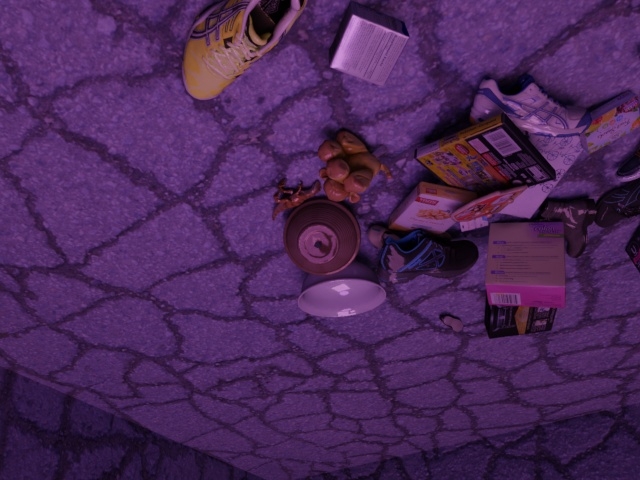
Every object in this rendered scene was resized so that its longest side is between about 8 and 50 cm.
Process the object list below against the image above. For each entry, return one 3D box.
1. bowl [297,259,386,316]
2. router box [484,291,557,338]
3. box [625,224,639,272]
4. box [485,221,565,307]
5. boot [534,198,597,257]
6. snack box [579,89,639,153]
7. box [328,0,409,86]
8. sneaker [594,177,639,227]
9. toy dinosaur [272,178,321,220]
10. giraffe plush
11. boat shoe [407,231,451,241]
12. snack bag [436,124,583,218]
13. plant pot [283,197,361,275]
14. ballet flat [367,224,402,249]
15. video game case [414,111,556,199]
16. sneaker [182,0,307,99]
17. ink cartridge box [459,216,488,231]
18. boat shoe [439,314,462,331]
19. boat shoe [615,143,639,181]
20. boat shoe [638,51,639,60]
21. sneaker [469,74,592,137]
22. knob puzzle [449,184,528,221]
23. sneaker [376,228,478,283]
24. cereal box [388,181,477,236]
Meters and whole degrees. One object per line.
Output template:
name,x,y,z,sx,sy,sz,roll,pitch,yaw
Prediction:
bowl,0.065,0.143,1.623,0.298,0.134,0.298,-4,149,-3
router box,0.756,0.247,1.823,0.243,0.081,0.309,-9,137,8
box,1.114,-0.009,1.517,0.163,0.142,0.247,-6,139,2
box,0.625,0.071,1.468,0.213,0.243,0.117,-1,141,25
boot,0.757,-0.042,1.528,0.161,0.083,0.246,0,137,14
snack box,0.738,-0.301,1.234,0.141,0.037,0.100,-30,130,10
box,0.104,-0.431,1.063,0.137,0.072,0.126,15,135,-17
sneaker,0.923,-0.118,1.417,0.101,0.106,0.267,13,137,-18
toy dinosaur,-0.095,-0.113,1.408,0.211,0.064,0.112,-27,133,25
giraffe plush,0.068,-0.177,1.301,0.210,0.181,0.170,-16,162,-38
boat shoe,0.352,-0.008,1.551,0.153,0.048,0.056,14,135,-17
snack bag,0.522,-0.198,1.362,0.342,0.037,0.323,9,137,-12
plant pot,0.000,0.000,1.419,0.237,0.110,0.237,2,105,6
ballet flat,0.254,0.027,1.552,0.248,0.086,0.086,31,128,-32
video game case,0.424,-0.198,1.246,0.275,0.035,0.248,29,148,-35
sneaker,-0.174,-0.427,1.001,0.145,0.147,0.385,28,131,-31
ink cartridge box,0.479,-0.061,1.514,0.083,0.028,0.048,-15,136,13
boat shoe,0.523,0.330,1.935,0.125,0.038,0.046,26,89,-34
boat shoe,0.886,-0.241,1.315,0.183,0.065,0.083,-37,126,24
boat shoe,0.837,-0.396,1.127,0.227,0.079,0.081,4,133,-12
sneaker,0.518,-0.327,1.161,0.296,0.112,0.131,2,119,-4
knob puzzle,0.445,-0.083,1.318,0.213,0.030,0.213,-17,164,-5
sneaker,0.339,0.038,1.472,0.341,0.125,0.139,-11,121,-18
cereal box,0.322,-0.085,1.413,0.173,0.047,0.240,9,157,-11
